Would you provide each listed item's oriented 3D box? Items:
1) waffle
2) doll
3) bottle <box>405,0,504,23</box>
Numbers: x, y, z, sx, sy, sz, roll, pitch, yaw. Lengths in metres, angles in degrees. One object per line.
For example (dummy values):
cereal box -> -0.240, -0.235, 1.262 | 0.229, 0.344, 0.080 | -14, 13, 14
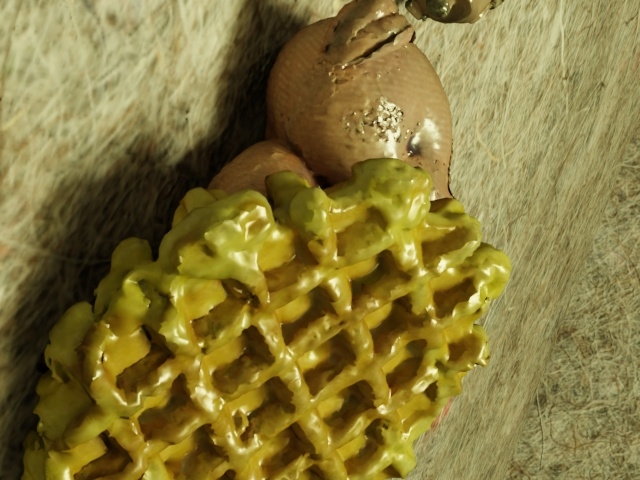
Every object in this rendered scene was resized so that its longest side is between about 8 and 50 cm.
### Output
waffle -> -0.033, 0.086, 0.740 | 0.302, 0.068, 0.325 | 7, 117, -38
doll -> 0.000, 0.000, 0.818 | 0.303, 0.156, 0.201 | -63, 168, -2
bottle -> 0.122, -0.233, 0.997 | 0.152, 0.099, 0.099 | -55, 158, -17
